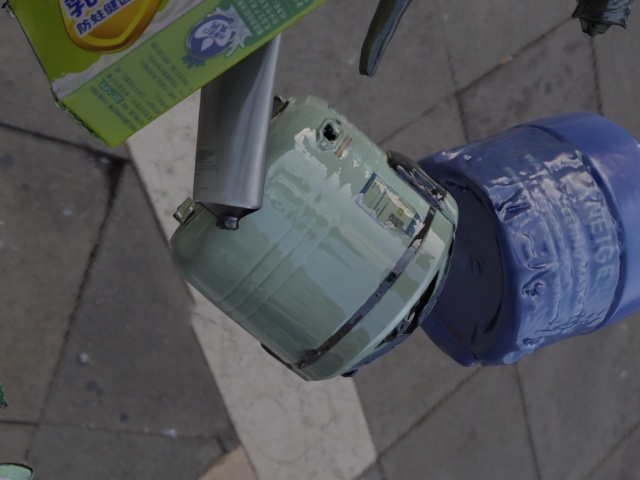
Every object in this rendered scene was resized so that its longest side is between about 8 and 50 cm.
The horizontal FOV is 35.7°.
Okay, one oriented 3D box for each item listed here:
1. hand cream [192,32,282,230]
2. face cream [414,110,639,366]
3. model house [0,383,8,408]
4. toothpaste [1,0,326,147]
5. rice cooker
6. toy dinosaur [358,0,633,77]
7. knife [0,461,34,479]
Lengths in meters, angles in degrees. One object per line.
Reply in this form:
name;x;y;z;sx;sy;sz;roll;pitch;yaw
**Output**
hand cream;-0.067;-0.101;0.781;0.054;0.087;0.186;6;89;-54
face cream;0.222;0.000;1.096;0.225;0.249;0.249;-19;116;-25
model house;-0.155;0.022;0.290;0.088;0.101;0.100;-23;88;2
toothpaste;-0.055;-0.204;0.691;0.327;0.110;0.077;-34;153;3
rice cooker;0.000;0.000;0.925;0.244;0.226;0.226;40;72;-6
toy dinosaur;0.120;-0.130;0.486;0.187;0.087;0.179;27;71;-41
knife;-0.261;0.246;0.556;0.293;0.043;0.020;-56;176;-27
